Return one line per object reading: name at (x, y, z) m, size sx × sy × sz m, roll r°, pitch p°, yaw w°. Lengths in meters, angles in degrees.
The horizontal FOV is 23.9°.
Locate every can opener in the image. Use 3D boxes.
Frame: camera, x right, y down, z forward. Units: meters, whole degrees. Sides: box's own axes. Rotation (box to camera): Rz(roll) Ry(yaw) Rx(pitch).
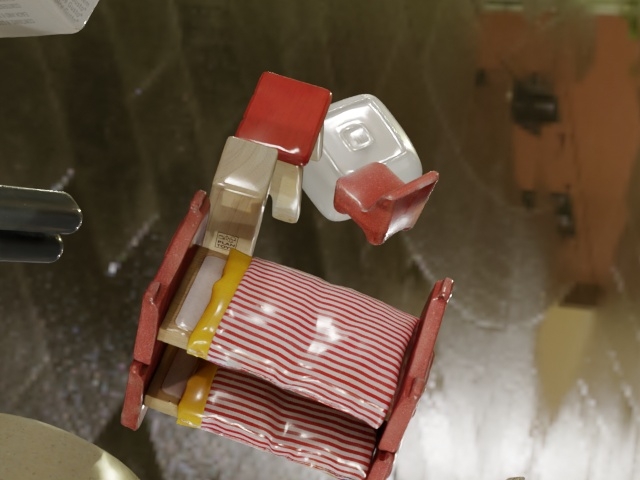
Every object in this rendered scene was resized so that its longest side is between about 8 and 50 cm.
can opener at (-0.345, -0.036, 1.332) m, size 0.283 × 0.095 × 0.076 m, roll 4°, pitch 129°, yaw -50°

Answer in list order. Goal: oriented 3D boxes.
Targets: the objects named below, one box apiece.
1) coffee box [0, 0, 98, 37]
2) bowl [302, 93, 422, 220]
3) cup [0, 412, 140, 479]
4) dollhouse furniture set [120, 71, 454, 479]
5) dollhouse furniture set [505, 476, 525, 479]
coffee box at (-0.322, -0.391, 1.190) m, size 0.338 × 0.338 × 0.334 m, roll 49°, pitch 56°, yaw -43°
bowl at (0.038, -0.106, 1.747) m, size 0.142 × 0.142 × 0.053 m, roll -23°, pitch 154°, yaw -22°
cup at (-0.239, 0.264, 1.080) m, size 0.331 × 0.331 × 0.237 m, roll 68°, pitch 35°, yaw -50°
dollhouse furniture set at (0.000, 0.000, 1.167) m, size 0.374 × 0.201 × 0.152 m, roll -71°, pitch 179°, yaw -46°
dollhouse furniture set at (0.197, 0.297, 1.427) m, size 0.091 × 0.081 × 0.114 m, roll -37°, pitch 109°, yaw -22°
